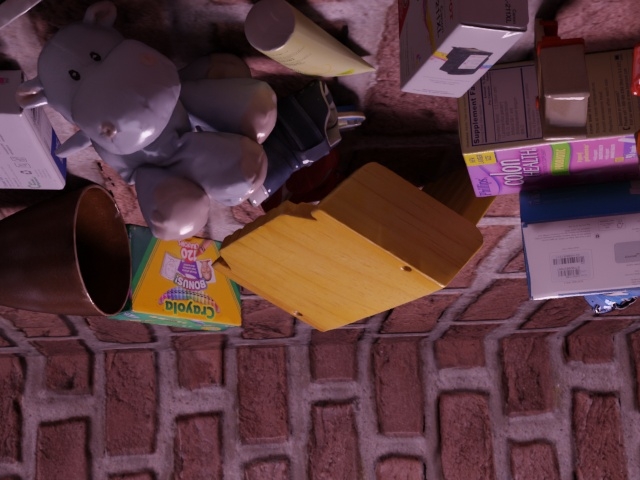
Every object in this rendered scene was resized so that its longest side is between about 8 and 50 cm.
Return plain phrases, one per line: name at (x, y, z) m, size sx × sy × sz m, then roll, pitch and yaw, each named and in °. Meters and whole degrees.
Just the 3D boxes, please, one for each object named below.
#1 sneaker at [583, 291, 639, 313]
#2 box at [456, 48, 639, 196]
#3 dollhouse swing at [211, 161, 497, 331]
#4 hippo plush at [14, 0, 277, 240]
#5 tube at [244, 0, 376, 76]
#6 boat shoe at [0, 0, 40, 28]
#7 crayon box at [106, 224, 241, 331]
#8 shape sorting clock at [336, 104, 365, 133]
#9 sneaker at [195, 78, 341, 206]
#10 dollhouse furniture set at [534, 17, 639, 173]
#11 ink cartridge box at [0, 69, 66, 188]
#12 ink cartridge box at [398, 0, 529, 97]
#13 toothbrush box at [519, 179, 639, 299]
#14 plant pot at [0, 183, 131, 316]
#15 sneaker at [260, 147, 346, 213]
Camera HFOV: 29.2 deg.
sneaker at (0.483, 0.045, 1.898) m, size 0.129 × 0.147 × 0.330 m, roll -27°, pitch -150°, yaw -27°
box at (0.313, -0.151, 1.638) m, size 0.242 × 0.117 × 0.213 m, roll -5°, pitch 166°, yaw 10°
dollhouse swing at (0.072, -0.057, 1.884) m, size 0.315 × 0.305 × 0.347 m, roll 31°, pitch 153°, yaw -19°
hippo plush at (-0.198, -0.173, 1.396) m, size 0.294 × 0.234 × 0.236 m, roll 37°, pitch 169°, yaw 35°
tube at (-0.013, -0.220, 1.428) m, size 0.062 × 0.070 × 0.240 m, roll -51°, pitch 162°, yaw 8°
boat shoe at (-0.372, -0.238, 1.226) m, size 0.302 × 0.091 × 0.114 m, roll -17°, pitch -156°, yaw 41°
crayon box at (-0.278, 0.076, 2.344) m, size 0.081 × 0.165 × 0.278 m, roll -15°, pitch 162°, yaw 41°
shape sorting clock at (-0.039, -0.146, 1.674) m, size 0.206 × 0.040 × 0.206 m, roll -14°, pitch -178°, yaw 0°
sneaker at (-0.071, -0.156, 1.536) m, size 0.163 × 0.226 × 0.086 m, roll -37°, pitch 142°, yaw -4°
dollhouse furniture set at (0.377, -0.195, 1.395) m, size 0.259 × 0.135 × 0.262 m, roll -2°, pitch 140°, yaw 7°
ink cartridge box at (-0.525, -0.141, 1.625) m, size 0.330 × 0.072 × 0.324 m, roll 1°, pitch 167°, yaw -3°
ink cartridge box at (0.139, -0.237, 1.239) m, size 0.072 × 0.128 × 0.175 m, roll 4°, pitch 164°, yaw -14°
toothbrush box at (0.399, -0.041, 1.783) m, size 0.216 × 0.126 × 0.295 m, roll -6°, pitch -155°, yaw 10°
plant pot at (-0.458, 0.031, 2.008) m, size 0.230 × 0.215 × 0.215 m, roll -8°, pitch 165°, yaw 14°
sneaker at (-0.002, -0.111, 1.879) m, size 0.128 × 0.087 × 0.221 m, roll -14°, pitch 174°, yaw -31°
